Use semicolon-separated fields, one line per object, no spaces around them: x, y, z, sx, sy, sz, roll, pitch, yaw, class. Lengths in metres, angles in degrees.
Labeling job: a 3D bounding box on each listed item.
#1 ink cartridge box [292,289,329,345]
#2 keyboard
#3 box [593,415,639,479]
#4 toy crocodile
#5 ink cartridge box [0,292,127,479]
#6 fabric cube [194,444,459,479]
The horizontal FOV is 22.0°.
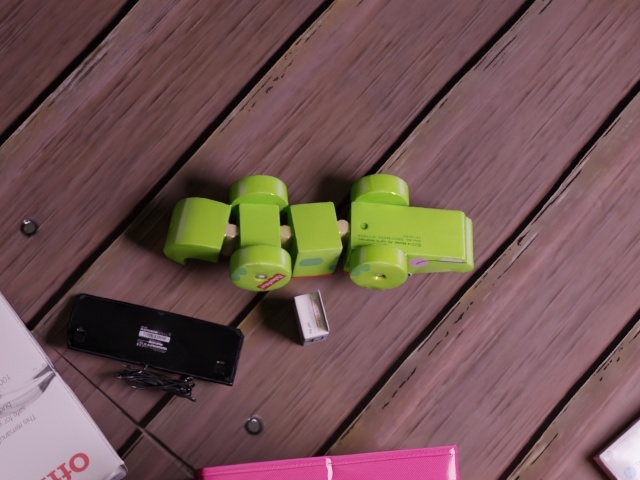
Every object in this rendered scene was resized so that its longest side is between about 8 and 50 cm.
-0.011;0.084;1.786;0.028;0.083;0.048;-14;80;-6;ink cartridge box
-0.186;0.124;1.804;0.192;0.038;0.100;13;56;1;keyboard
0.413;0.262;1.797;0.145;0.038;0.186;-40;84;-10;box
0.000;0.000;1.798;0.341;0.105;0.115;0;62;-8;toy crocodile
-0.380;0.184;1.726;0.223;0.129;0.307;-36;83;-9;ink cartridge box
0.011;0.349;1.653;0.259;0.254;0.258;-4;81;-4;fabric cube
